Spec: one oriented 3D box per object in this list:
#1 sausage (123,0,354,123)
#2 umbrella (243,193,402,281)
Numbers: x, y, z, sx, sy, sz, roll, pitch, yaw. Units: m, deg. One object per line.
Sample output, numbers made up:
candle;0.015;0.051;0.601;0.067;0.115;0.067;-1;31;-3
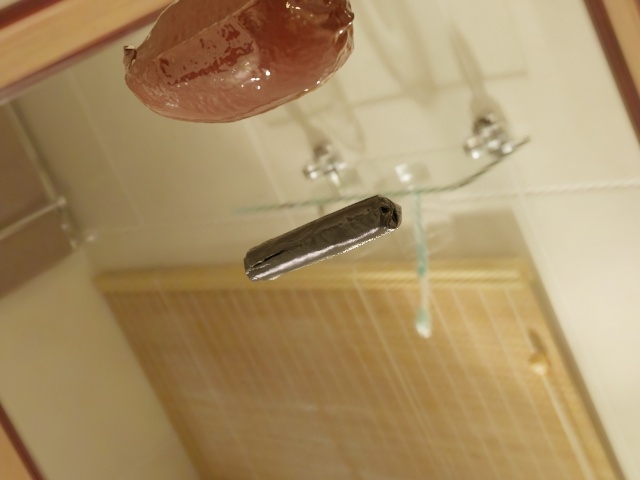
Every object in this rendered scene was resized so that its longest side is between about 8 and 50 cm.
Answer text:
sausage;-0.072;-0.192;1.153;0.254;0.148;0.148;-18;-164;41
umbrella;0.001;0.001;0.887;0.133;0.036;0.031;-21;-137;27
